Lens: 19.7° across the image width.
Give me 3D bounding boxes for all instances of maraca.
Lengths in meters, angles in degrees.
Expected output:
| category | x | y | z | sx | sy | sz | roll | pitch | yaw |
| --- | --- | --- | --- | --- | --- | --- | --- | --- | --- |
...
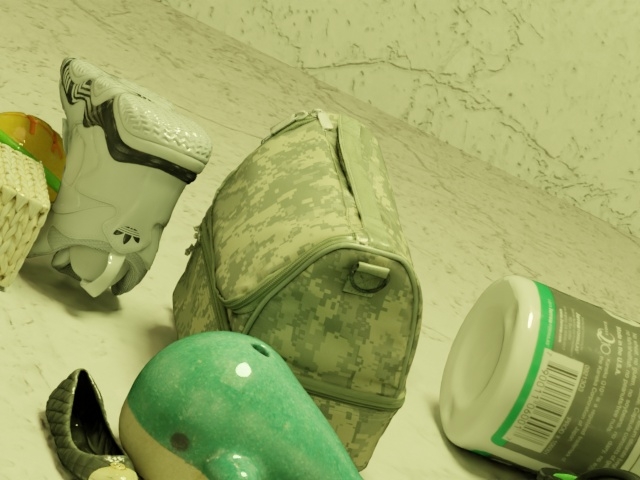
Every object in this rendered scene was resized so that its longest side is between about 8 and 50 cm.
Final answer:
| category | x | y | z | sx | sy | sz | roll | pitch | yaw |
| --- | --- | --- | --- | --- | --- | --- | --- | --- | --- |
| maraca | -0.338 | -0.086 | 2.147 | 0.127 | 0.099 | 0.186 | 39 | -7 | 28 |

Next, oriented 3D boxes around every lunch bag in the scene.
| category | x | y | z | sx | sy | sz | roll | pitch | yaw |
| --- | --- | --- | --- | --- | --- | --- | --- | --- | --- |
| lunch bag | -0.010 | 0.037 | 1.836 | 0.212 | 0.256 | 0.305 | 19 | 26 | -18 |

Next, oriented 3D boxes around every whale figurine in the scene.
| category | x | y | z | sx | sy | sz | roll | pitch | yaw |
| --- | --- | --- | --- | --- | --- | --- | --- | --- | --- |
| whale figurine | -0.039 | 0.177 | 1.606 | 0.272 | 0.141 | 0.216 | 29 | 14 | 9 |

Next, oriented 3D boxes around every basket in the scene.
| category | x | y | z | sx | sy | sz | roll | pitch | yaw |
| --- | --- | --- | --- | --- | --- | --- | --- | --- | --- |
| basket | -0.349 | -0.034 | 1.904 | 0.103 | 0.113 | 0.167 | 25 | 13 | -18 |

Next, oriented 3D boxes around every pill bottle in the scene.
| category | x | y | z | sx | sy | sz | roll | pitch | yaw |
| --- | --- | --- | --- | --- | --- | --- | --- | --- | --- |
| pill bottle | 0.333 | 0.191 | 2.068 | 0.361 | 0.204 | 0.204 | 22 | 15 | -15 |

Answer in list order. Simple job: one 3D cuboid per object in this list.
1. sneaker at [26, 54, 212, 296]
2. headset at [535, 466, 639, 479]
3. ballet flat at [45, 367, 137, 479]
| category | x | y | z | sx | sy | sz | roll | pitch | yaw |
| --- | --- | --- | --- | --- | --- | --- | --- | --- | --- |
| sneaker | -0.245 | -0.071 | 2.012 | 0.137 | 0.210 | 0.366 | 25 | 6 | -25 |
| headset | 0.360 | 0.286 | 1.808 | 0.243 | 0.185 | 0.394 | 20 | 4 | -18 |
| ballet flat | -0.196 | 0.165 | 1.568 | 0.057 | 0.049 | 0.173 | 15 | 17 | -32 |
